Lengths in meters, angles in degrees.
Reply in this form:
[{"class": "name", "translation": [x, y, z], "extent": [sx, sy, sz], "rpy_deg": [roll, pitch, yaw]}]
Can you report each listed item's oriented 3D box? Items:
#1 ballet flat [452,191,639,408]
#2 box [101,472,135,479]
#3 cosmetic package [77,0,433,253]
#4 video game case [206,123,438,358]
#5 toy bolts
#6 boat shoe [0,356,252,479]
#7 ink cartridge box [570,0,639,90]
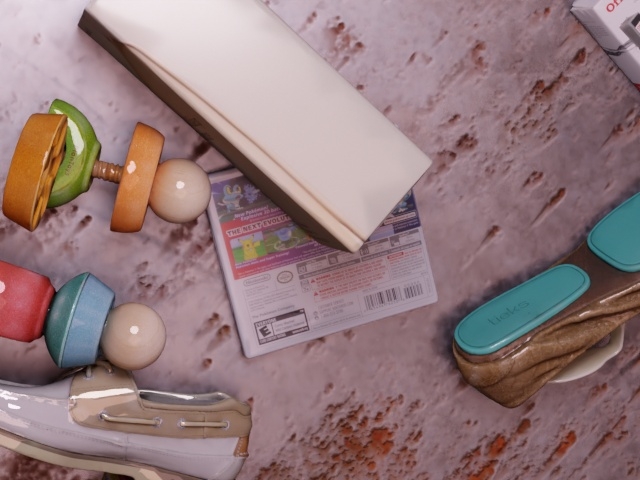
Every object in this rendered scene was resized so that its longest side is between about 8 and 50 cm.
[{"class": "ballet flat", "translation": [0.291, 0.056, 1.480], "extent": [0.342, 0.116, 0.124], "rpy_deg": [-35, 125, -7]}, {"class": "box", "translation": [-0.102, 0.285, 1.417], "extent": [0.232, 0.087, 0.058], "rpy_deg": [21, 90, -15]}, {"class": "cosmetic package", "translation": [-0.061, -0.132, 1.314], "extent": [0.309, 0.160, 0.113], "rpy_deg": [41, 85, -9]}, {"class": "video game case", "translation": [0.000, 0.000, 1.434], "extent": [0.201, 0.023, 0.183], "rpy_deg": [-16, 102, -11]}, {"class": "toy bolts", "translation": [-0.190, 0.004, 1.281], "extent": [0.158, 0.218, 0.228], "rpy_deg": [16, 90, -4]}, {"class": "boat shoe", "translation": [-0.206, 0.156, 1.365], "extent": [0.302, 0.113, 0.103], "rpy_deg": [20, 90, -26]}, {"class": "ink cartridge box", "translation": [0.331, -0.215, 1.469], "extent": [0.099, 0.056, 0.135], "rpy_deg": [-46, 106, -3]}]
